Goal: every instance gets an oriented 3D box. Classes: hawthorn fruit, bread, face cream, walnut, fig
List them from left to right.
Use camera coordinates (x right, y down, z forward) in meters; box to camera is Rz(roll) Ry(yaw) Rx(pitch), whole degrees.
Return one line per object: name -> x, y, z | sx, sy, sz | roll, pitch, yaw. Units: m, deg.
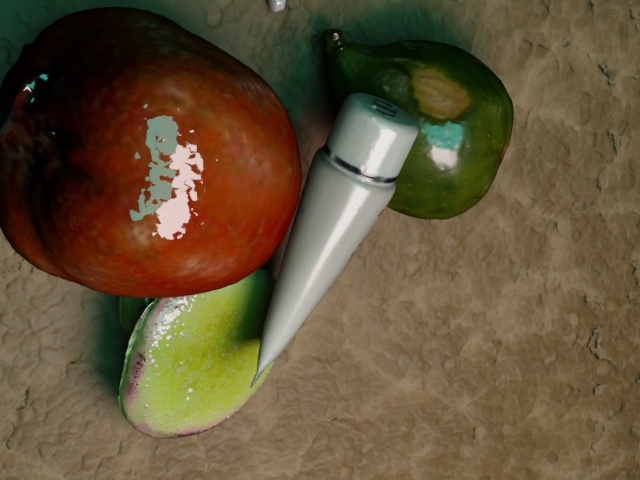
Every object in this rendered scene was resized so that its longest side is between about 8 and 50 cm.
hawthorn fruit -> -0.161, -0.073, 0.982 | 0.311, 0.295, 0.295 | 28, 92, -20
walnut -> -0.181, 0.070, 1.121 | 0.092, 0.092, 0.092 | -5, 105, -20
bread -> -0.122, 0.127, 1.130 | 0.228, 0.033, 0.229 | -28, 136, -31
face cream -> 0.000, 0.000, 1.063 | 0.089, 0.143, 0.314 | 27, 113, 2
fig -> 0.097, -0.143, 1.139 | 0.244, 0.195, 0.195 | 35, 89, 9

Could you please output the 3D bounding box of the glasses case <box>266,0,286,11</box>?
glasses case -> -0.049, -0.289, 1.107 | 0.021, 0.032, 0.083 | -8, 105, -22
